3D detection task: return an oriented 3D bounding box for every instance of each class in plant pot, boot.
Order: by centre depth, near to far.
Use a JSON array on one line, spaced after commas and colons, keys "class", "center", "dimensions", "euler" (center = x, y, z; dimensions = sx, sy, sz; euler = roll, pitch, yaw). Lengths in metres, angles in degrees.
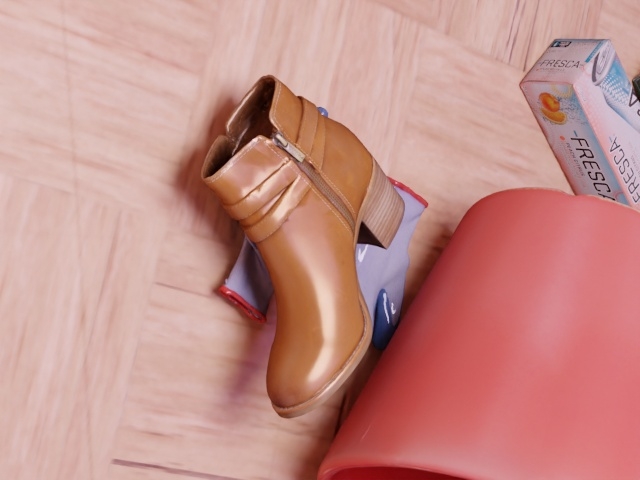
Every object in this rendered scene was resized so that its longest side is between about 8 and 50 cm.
[{"class": "boot", "center": [-0.026, 0.003, 1.080], "dimensions": [0.152, 0.073, 0.197], "euler": [43, 54, -39]}, {"class": "plant pot", "center": [0.163, 0.112, 1.188], "dimensions": [0.275, 0.275, 0.243], "euler": [41, 59, -39]}]

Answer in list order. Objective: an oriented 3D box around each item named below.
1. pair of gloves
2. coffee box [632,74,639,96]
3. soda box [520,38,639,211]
[{"class": "pair of gloves", "center": [0.000, 0.000, 1.166], "dimensions": [0.198, 0.023, 0.159], "euler": [36, 70, -39]}, {"class": "coffee box", "center": [0.364, -0.103, 1.451], "dimensions": [0.184, 0.040, 0.113], "euler": [-1, 63, -43]}, {"class": "soda box", "center": [0.236, -0.079, 1.355], "dimensions": [0.063, 0.058, 0.183], "euler": [-50, 126, -27]}]
